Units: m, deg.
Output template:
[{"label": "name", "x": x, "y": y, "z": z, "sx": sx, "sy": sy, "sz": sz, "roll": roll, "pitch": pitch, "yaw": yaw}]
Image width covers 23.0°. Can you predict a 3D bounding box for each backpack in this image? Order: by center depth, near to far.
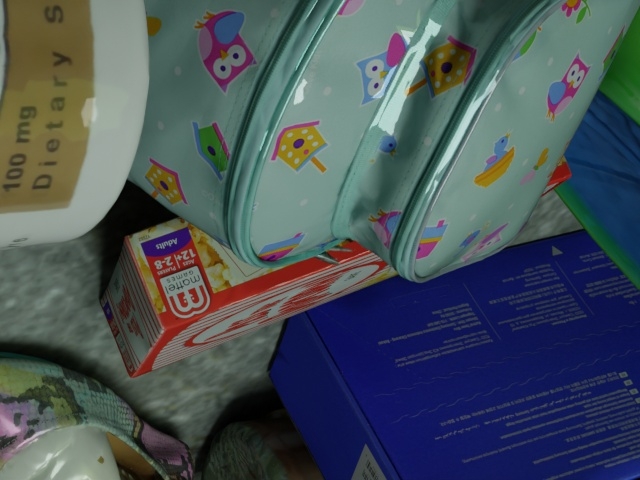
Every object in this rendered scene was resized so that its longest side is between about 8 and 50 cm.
[{"label": "backpack", "x": 0.018, "y": -0.068, "z": 0.555, "sx": 0.188, "sy": 0.144, "sz": 0.166, "roll": -13, "pitch": 137, "yaw": -49}]

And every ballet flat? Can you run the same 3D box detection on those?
[{"label": "ballet flat", "x": -0.120, "y": 0.122, "z": 0.818, "sx": 0.077, "sy": 0.079, "sz": 0.221, "roll": -33, "pitch": 149, "yaw": 7}]

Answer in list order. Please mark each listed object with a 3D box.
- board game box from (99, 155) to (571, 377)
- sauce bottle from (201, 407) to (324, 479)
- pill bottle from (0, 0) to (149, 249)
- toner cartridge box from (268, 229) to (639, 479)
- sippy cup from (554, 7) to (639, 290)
[{"label": "board game box", "x": 0.000, "y": 0.000, "z": 0.725, "sx": 0.193, "sy": 0.045, "sz": 0.147, "roll": -20, "pitch": 172, "yaw": -15}, {"label": "sauce bottle", "x": 0.094, "y": 0.136, "z": 0.996, "sx": 0.344, "sy": 0.111, "sz": 0.111, "roll": -9, "pitch": 143, "yaw": -34}, {"label": "pill bottle", "x": -0.178, "y": -0.054, "z": 0.460, "sx": 0.229, "sy": 0.131, "sz": 0.131, "roll": -6, "pitch": 142, "yaw": -34}, {"label": "toner cartridge box", "x": 0.161, "y": 0.081, "z": 0.915, "sx": 0.347, "sy": 0.165, "sz": 0.075, "roll": -12, "pitch": 145, "yaw": -27}, {"label": "sippy cup", "x": 0.228, "y": -0.078, "z": 0.706, "sx": 0.224, "sy": 0.240, "sz": 0.305, "roll": -40, "pitch": -176, "yaw": -4}]
